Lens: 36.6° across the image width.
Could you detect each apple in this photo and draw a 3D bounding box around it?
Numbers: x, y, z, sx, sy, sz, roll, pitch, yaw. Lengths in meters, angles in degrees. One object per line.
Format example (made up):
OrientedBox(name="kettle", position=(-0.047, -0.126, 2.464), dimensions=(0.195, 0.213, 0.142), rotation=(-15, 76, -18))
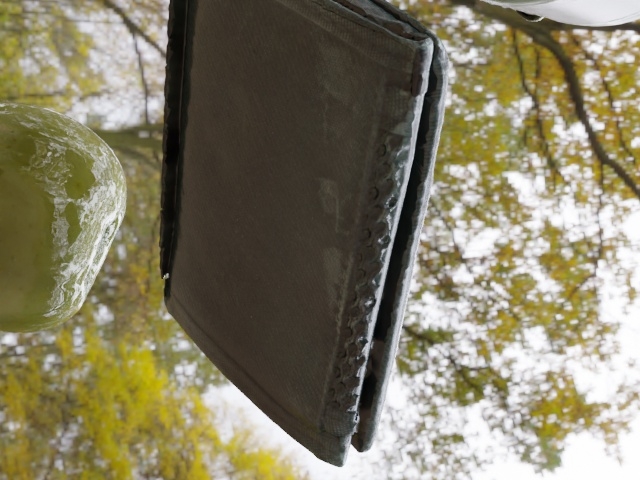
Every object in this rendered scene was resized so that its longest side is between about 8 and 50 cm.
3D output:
OrientedBox(name="apple", position=(-0.364, -0.026, 1.139), dimensions=(0.279, 0.279, 0.279), rotation=(12, -76, 56))

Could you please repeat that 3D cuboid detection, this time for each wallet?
OrientedBox(name="wallet", position=(-0.027, -0.031, 0.680), dimensions=(0.237, 0.075, 0.342), rotation=(35, -47, 33))

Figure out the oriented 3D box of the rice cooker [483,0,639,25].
OrientedBox(name="rice cooker", position=(0.250, -0.354, 0.938), dimensions=(0.288, 0.277, 0.289), rotation=(4, -83, 38))
